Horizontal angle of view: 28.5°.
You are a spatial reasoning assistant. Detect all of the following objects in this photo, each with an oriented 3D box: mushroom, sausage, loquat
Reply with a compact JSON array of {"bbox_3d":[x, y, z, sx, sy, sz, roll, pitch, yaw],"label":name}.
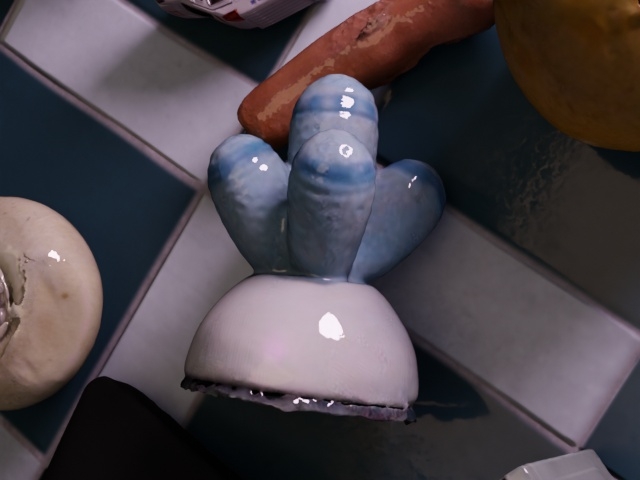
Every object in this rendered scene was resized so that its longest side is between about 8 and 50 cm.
[{"bbox_3d":[-0.367,0.071,1.401,0.246,0.202,0.246,0,91,18],"label":"mushroom"},{"bbox_3d":[0.056,-0.196,1.293,0.327,0.079,0.087,-29,52,21],"label":"sausage"},{"bbox_3d":[0.283,-0.207,1.103,0.263,0.263,0.263,-3,82,26],"label":"loquat"}]

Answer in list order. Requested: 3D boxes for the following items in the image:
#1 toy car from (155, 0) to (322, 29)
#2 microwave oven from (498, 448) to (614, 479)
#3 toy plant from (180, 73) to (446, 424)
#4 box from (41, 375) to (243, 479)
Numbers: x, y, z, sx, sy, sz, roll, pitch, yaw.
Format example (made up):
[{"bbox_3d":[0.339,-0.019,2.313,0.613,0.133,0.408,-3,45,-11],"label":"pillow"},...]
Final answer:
[{"bbox_3d":[-0.082,-0.280,1.366,0.210,0.089,0.108,-23,79,19],"label":"toy car"},{"bbox_3d":[0.215,0.351,1.057,0.181,0.237,0.295,-40,69,18],"label":"microwave oven"},{"bbox_3d":[0.000,0.000,1.220,0.247,0.247,0.332,4,83,26],"label":"toy plant"},{"bbox_3d":[-0.211,0.321,1.328,0.290,0.073,0.289,29,96,45],"label":"box"}]
